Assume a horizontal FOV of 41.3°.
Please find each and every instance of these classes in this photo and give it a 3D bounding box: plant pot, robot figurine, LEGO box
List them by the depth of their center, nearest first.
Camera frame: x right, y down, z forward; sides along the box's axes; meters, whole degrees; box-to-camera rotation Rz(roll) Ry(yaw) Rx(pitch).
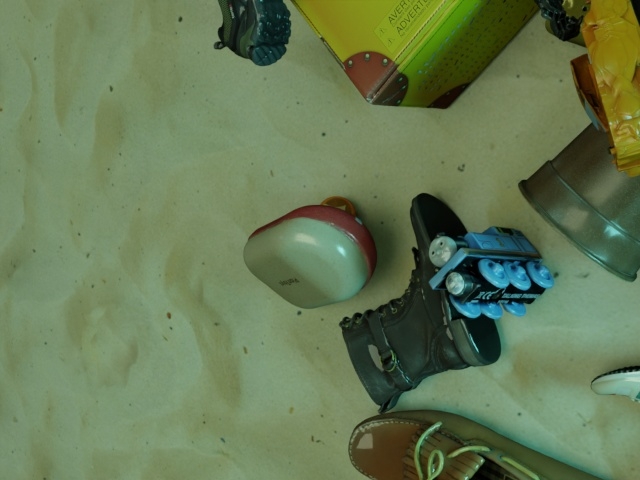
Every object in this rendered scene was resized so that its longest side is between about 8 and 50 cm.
[{"bbox_3d":[0.327,-0.217,0.838,0.211,0.085,0.291,-13,66,16],"label":"robot figurine"},{"bbox_3d":[0.333,-0.071,0.925,0.167,0.167,0.165,47,113,24],"label":"plant pot"},{"bbox_3d":[0.303,-0.263,0.967,0.081,0.083,0.082,30,112,32],"label":"plant pot"},{"bbox_3d":[0.153,-0.459,0.993,0.500,0.193,0.372,-47,67,32],"label":"LEGO box"}]

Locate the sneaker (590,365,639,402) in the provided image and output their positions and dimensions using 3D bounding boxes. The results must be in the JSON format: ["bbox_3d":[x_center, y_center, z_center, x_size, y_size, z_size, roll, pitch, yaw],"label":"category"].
[{"bbox_3d":[0.388,0.179,0.963,0.161,0.057,0.075,-14,81,35],"label":"sneaker"}]

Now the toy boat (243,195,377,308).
[{"bbox_3d":[0.000,0.000,1.206,0.151,0.151,0.231,39,157,-14],"label":"toy boat"}]

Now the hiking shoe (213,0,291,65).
[{"bbox_3d":[-0.087,-0.331,1.018,0.114,0.086,0.227,22,109,31],"label":"hiking shoe"}]

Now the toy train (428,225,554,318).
[{"bbox_3d":[0.201,0.036,1.021,0.080,0.184,0.105,-53,53,30],"label":"toy train"}]

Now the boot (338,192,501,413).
[{"bbox_3d":[0.109,0.091,1.157,0.229,0.091,0.263,-26,75,42],"label":"boot"}]

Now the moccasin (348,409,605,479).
[{"bbox_3d":[0.190,0.319,1.076,0.380,0.147,0.139,20,107,35],"label":"moccasin"}]
